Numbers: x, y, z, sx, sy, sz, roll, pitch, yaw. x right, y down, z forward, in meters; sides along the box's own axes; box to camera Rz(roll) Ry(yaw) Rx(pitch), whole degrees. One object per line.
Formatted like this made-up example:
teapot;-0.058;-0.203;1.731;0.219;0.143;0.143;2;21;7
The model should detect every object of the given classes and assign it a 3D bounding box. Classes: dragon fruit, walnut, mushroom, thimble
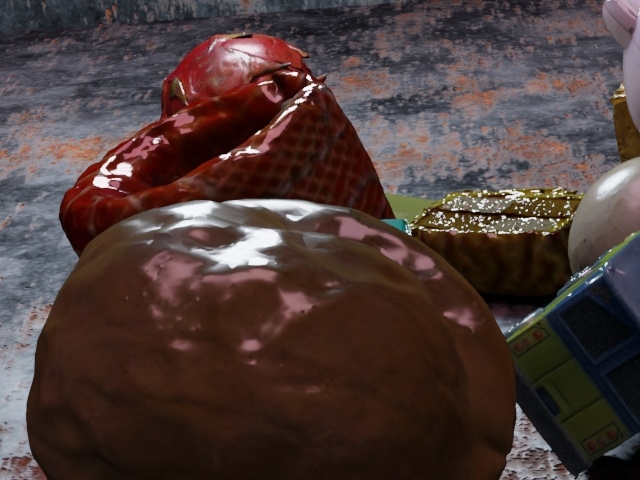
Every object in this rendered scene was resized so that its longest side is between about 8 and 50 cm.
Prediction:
dragon fruit;-0.122;-0.196;2.555;0.252;0.241;0.241;-32;3;33
walnut;-0.054;0.132;1.400;0.383;0.383;0.383;-5;19;2
mushroom;0.369;0.008;1.901;0.206;0.206;0.209;-12;-3;-19
thimble;-0.100;-0.022;1.896;0.350;0.230;0.350;-23;21;10

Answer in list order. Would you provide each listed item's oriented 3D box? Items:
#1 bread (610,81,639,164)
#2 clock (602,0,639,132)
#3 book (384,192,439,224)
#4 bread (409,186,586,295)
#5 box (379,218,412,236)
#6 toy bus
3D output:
bread;0.542;-0.149;2.320;0.294;0.167;0.132;12;25;41
clock;0.529;-0.184;2.017;0.376;0.250;0.368;-5;50;-28
book;-0.004;-0.013;2.270;0.352;0.035;0.239;9;26;34
bread;0.221;0.002;2.071;0.222;0.096;0.181;2;20;25
box;-0.057;0.093;1.700;0.311;0.205;0.118;-3;20;6
toy bus;0.312;0.075;1.630;0.190;0.152;0.312;-40;-5;36
